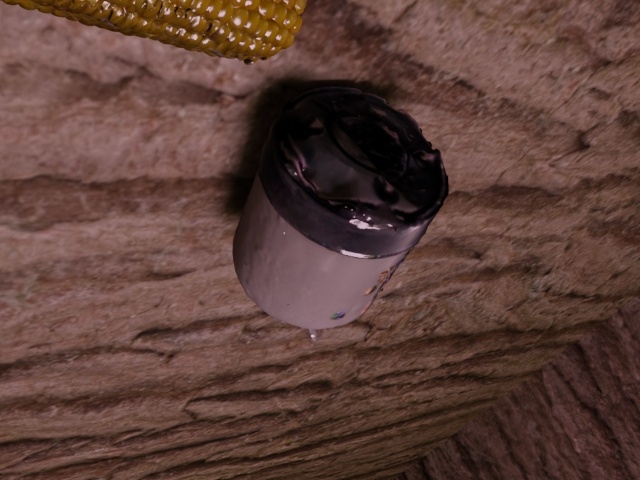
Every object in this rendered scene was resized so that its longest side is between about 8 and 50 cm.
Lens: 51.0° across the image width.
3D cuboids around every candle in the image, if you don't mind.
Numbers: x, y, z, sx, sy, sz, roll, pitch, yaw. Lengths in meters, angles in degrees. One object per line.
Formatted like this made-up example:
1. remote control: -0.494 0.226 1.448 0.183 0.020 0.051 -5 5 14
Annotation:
1. candle: 0.000 0.000 0.737 0.187 0.187 0.330 -9 148 -27

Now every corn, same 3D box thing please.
1. corn: -0.142 -0.184 0.410 0.317 0.115 0.115 4 139 -42
